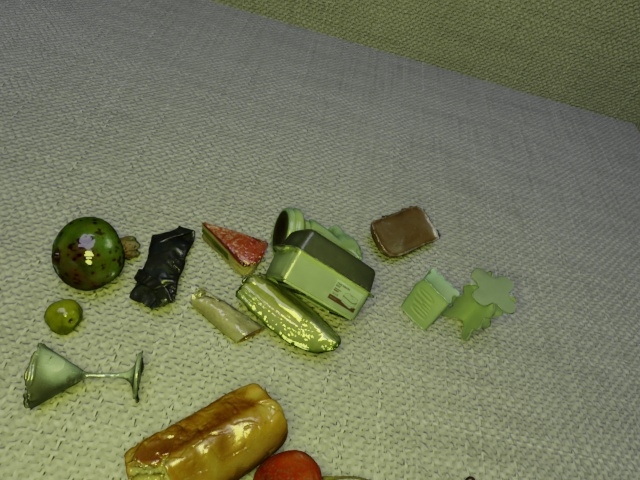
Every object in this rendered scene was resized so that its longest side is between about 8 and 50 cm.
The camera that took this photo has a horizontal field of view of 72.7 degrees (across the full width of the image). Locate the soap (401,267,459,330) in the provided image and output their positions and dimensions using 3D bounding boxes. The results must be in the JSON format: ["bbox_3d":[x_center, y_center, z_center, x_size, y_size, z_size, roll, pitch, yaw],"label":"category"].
[{"bbox_3d":[0.332,0.184,1.338,0.063,0.198,0.114,-32,65,-31],"label":"soap"}]

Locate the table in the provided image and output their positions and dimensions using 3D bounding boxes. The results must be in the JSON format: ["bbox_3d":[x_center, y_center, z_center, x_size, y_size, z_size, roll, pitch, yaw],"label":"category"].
[{"bbox_3d":[0.492,0.207,1.364,0.166,0.198,0.166,8,50,-10],"label":"table"}]

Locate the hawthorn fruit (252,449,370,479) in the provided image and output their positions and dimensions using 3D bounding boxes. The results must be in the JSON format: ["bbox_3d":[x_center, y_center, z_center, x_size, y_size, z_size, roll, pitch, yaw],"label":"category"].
[{"bbox_3d":[-0.011,0.547,0.979,0.285,0.165,0.165,-7,55,-20],"label":"hawthorn fruit"}]

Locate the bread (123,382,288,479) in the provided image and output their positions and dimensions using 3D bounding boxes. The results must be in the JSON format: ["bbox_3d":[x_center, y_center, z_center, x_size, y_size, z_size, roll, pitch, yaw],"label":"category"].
[{"bbox_3d":[-0.238,0.470,0.956,0.344,0.195,0.149,-23,41,-30],"label":"bread"}]

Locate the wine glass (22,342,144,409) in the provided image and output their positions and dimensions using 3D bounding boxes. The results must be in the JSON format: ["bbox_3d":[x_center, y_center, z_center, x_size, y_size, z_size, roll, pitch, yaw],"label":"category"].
[{"bbox_3d":[-0.545,0.319,1.026,0.232,0.156,0.156,6,51,-17],"label":"wine glass"}]

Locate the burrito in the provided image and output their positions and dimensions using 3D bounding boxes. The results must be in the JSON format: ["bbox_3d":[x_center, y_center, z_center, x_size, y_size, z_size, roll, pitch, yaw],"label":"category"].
[{"bbox_3d":[-0.272,0.215,1.232,0.226,0.060,0.087,34,50,11],"label":"burrito"}]

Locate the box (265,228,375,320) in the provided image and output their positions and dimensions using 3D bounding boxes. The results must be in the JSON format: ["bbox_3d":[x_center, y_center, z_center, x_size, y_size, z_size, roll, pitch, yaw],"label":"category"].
[{"bbox_3d":[-0.001,0.096,1.250,0.290,0.220,0.166,33,76,-19],"label":"box"}]

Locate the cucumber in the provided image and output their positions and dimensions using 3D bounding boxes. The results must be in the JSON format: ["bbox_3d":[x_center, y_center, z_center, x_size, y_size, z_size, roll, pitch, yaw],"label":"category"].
[{"bbox_3d":[-0.089,0.222,1.254,0.325,0.145,0.105,35,96,10],"label":"cucumber"}]

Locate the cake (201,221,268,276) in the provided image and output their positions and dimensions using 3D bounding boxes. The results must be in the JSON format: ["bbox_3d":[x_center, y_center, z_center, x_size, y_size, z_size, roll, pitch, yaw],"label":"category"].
[{"bbox_3d":[-0.284,0.034,1.357,0.220,0.086,0.117,17,48,-3],"label":"cake"}]

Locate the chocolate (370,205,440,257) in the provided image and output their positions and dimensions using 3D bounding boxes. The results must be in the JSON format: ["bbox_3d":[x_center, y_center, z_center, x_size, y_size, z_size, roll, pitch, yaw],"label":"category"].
[{"bbox_3d":[0.291,-0.024,1.570,0.261,0.083,0.161,-17,76,-26],"label":"chocolate"}]

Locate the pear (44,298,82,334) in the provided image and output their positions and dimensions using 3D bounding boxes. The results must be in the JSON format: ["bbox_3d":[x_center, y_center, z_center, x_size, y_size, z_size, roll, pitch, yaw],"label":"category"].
[{"bbox_3d":[-0.664,0.192,1.124,0.097,0.092,0.092,23,48,26],"label":"pear"}]

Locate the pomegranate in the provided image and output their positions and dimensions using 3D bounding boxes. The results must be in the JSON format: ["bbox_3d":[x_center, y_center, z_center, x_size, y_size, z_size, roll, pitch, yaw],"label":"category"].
[{"bbox_3d":[-0.618,0.034,1.214,0.202,0.202,0.248,47,27,21],"label":"pomegranate"}]

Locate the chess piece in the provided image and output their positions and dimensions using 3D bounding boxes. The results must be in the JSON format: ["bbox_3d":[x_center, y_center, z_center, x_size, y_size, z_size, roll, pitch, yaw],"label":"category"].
[{"bbox_3d":[0.000,0.000,1.442,0.298,0.176,0.176,13,49,-22],"label":"chess piece"}]

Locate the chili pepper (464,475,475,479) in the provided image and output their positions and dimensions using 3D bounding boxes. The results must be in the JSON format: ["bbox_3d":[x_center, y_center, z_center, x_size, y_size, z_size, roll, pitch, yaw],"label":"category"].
[{"bbox_3d":[0.287,0.655,1.050,0.268,0.059,0.050,-29,26,-29],"label":"chili pepper"}]

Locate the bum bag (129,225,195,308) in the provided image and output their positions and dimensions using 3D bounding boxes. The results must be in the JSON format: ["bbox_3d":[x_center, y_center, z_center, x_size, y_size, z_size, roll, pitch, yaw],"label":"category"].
[{"bbox_3d":[-0.464,0.069,1.286,0.137,0.074,0.310,1,44,1],"label":"bum bag"}]
